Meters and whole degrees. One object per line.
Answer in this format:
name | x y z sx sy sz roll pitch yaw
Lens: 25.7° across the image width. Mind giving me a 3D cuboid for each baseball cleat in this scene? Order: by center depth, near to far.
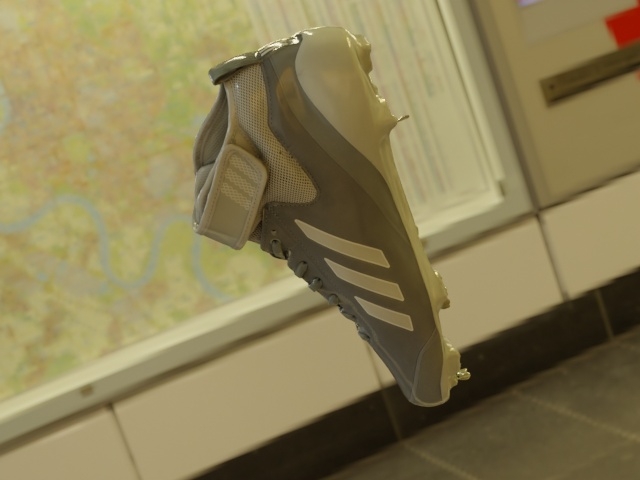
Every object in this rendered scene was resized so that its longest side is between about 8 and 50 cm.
baseball cleat | 0.000 0.000 0.666 0.109 0.206 0.072 -18 25 -1
